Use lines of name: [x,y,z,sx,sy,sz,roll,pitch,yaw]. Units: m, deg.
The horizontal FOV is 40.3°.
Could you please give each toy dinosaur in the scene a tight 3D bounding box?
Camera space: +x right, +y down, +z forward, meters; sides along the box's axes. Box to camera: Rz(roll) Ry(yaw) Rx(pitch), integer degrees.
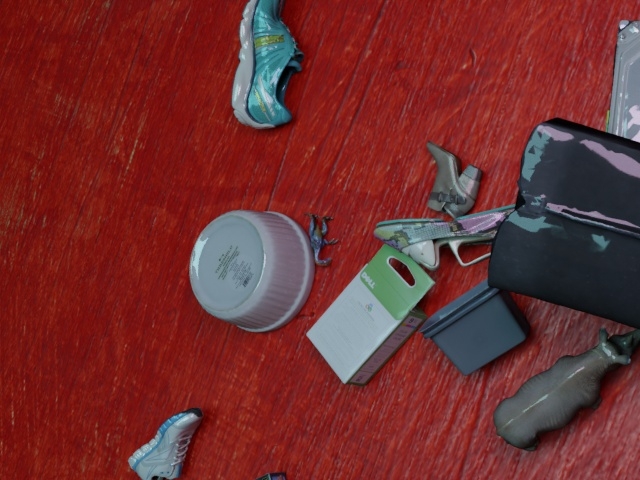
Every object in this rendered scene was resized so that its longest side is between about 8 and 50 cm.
toy dinosaur: [0.000,0.000,1.429,0.090,0.047,0.082,-159,77,-70]

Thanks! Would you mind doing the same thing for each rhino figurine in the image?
rhino figurine: [0.319,0.183,1.103,0.243,0.106,0.073,-44,59,20]

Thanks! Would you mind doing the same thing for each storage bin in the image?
storage bin: [0.220,0.118,1.208,0.135,0.098,0.091,-36,89,24]

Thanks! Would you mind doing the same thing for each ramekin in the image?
ramekin: [-0.122,0.045,1.450,0.207,0.109,0.207,-9,74,34]

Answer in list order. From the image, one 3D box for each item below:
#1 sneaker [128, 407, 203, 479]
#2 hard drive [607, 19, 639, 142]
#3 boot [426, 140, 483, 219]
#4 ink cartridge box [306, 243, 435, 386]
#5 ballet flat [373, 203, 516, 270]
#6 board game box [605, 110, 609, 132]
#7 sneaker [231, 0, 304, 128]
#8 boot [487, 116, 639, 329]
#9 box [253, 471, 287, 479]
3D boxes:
sneaker: [-0.252,0.363,1.506,0.190,0.071,0.083,-49,63,27]
hard drive: [0.463,-0.096,1.049,0.237,0.064,0.339,7,84,19]
boot: [0.185,-0.087,1.301,0.118,0.042,0.087,38,104,36]
ink cartridge box: [0.086,0.109,1.315,0.209,0.062,0.109,-51,55,15]
ballet flat: [0.186,0.000,1.232,0.221,0.077,0.079,-7,78,10]
board game box: [0.416,-0.078,1.131,0.092,0.043,0.181,2,81,36]
sneaker: [-0.080,-0.330,1.528,0.110,0.107,0.275,4,87,17]
boot: [0.391,0.098,0.941,0.445,0.146,0.367,20,94,13]
box: [-0.097,0.503,1.369,0.159,0.044,0.233,-30,64,27]
